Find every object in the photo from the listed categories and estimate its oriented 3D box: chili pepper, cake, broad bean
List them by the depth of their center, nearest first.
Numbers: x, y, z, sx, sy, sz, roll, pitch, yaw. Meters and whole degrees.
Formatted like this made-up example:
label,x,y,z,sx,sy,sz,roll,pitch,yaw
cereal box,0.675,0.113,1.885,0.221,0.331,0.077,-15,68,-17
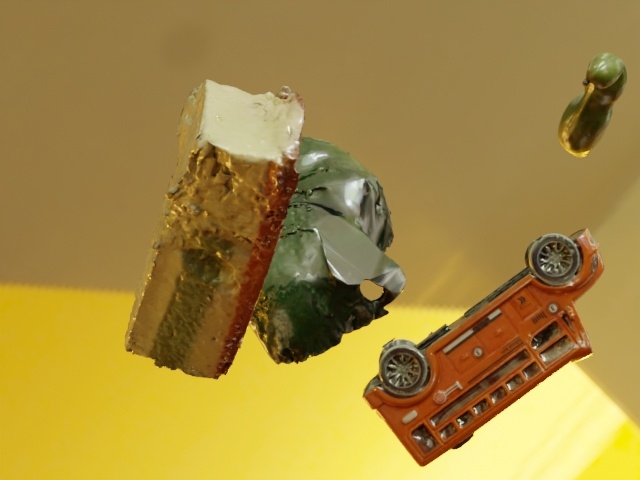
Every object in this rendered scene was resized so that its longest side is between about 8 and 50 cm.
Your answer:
label,x,y,z,sx,sy,sz,roll,pitch,yaw
cake,-0.072,-0.019,1.377,0.117,0.086,0.220,-81,8,-47
chili pepper,0.004,-0.001,1.874,0.116,0.148,0.264,-30,24,37
broad bean,0.298,-0.144,2.153,0.070,0.048,0.213,-42,-18,-18

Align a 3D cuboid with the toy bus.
label,x,y,z,sx,sy,sz,roll,pitch,yaw
toy bus,0.209,0.121,2.310,0.329,0.153,0.143,-37,-2,1
